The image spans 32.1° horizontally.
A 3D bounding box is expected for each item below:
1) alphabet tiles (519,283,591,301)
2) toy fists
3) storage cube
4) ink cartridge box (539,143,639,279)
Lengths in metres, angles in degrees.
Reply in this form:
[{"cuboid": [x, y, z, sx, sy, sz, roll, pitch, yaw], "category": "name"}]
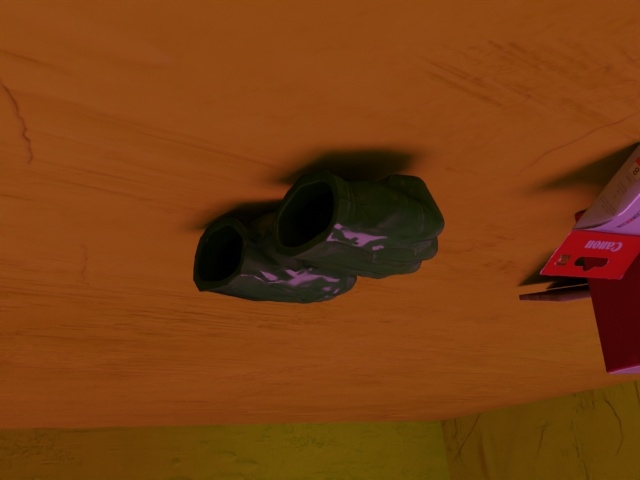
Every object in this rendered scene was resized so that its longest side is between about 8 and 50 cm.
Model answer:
[{"cuboid": [0.449, 0.063, 1.585, 0.285, 0.011, 0.342, -7, 178, -4], "category": "alphabet tiles"}, {"cuboid": [0.000, 0.000, 1.079, 0.142, 0.096, 0.279, 14, 156, -34], "category": "toy fists"}, {"cuboid": [0.437, 0.043, 1.286, 0.215, 0.193, 0.183, 7, 159, -43], "category": "storage cube"}, {"cuboid": [0.328, -0.015, 1.143, 0.145, 0.045, 0.179, 4, 128, -39], "category": "ink cartridge box"}]
